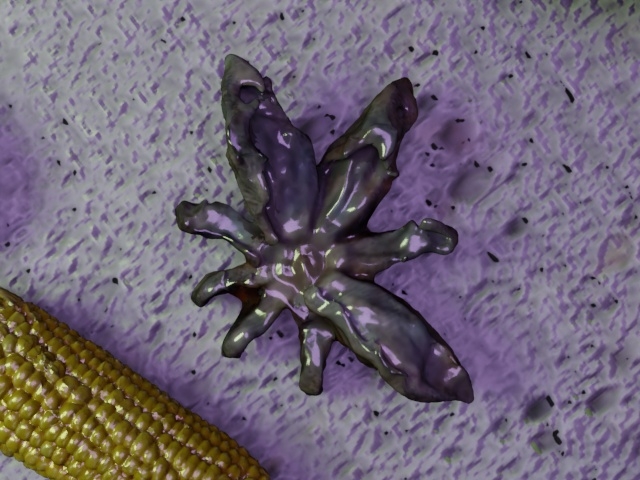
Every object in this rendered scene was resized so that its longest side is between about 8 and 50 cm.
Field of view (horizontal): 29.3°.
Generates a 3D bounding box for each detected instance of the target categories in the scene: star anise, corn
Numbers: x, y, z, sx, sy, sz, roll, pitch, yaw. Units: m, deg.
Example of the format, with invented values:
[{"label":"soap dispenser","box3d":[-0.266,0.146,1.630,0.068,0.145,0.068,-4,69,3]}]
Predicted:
[{"label":"star anise","box3d":[-0.001,-0.005,0.849,0.198,0.110,0.258,-5,91,-3]},{"label":"corn","box3d":[-0.153,0.125,0.835,0.293,0.106,0.106,30,84,-1]}]
